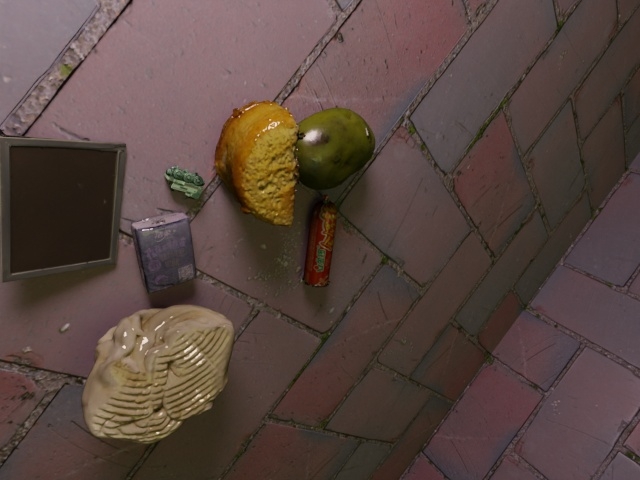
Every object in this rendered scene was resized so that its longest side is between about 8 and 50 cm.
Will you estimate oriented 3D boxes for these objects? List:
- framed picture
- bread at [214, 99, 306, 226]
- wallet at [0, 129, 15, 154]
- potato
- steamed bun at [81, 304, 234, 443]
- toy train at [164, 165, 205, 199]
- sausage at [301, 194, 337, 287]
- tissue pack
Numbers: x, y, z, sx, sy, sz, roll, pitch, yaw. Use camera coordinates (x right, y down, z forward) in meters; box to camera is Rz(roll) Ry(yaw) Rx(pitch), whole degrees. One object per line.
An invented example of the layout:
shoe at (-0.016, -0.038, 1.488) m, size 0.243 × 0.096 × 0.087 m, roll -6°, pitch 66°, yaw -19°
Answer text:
framed picture at (-0.452, -0.056, 0.727) m, size 0.197 × 0.014 × 0.251 m, roll -11°, pitch 122°, yaw -52°
bread at (-0.136, -0.153, 0.863) m, size 0.147 × 0.160 × 0.260 m, roll -11°, pitch 127°, yaw -28°
wallet at (-0.573, -0.175, 0.571) m, size 0.149 × 0.044 × 0.250 m, roll -37°, pitch 133°, yaw -12°
potato at (0.022, -0.215, 0.963) m, size 0.254 × 0.148 × 0.186 m, roll -12°, pitch 137°, yaw -44°
steamed bun at (-0.351, 0.265, 0.903) m, size 0.276 × 0.203 × 0.288 m, roll 31°, pitch 79°, yaw -36°
toy train at (-0.281, -0.120, 0.846) m, size 0.083 × 0.033 × 0.053 m, roll 15°, pitch 108°, yaw -43°
sausage at (0.000, 0.000, 1.117) m, size 0.083 × 0.083 × 0.263 m, roll -11°, pitch 120°, yaw -35°
tissue pack at (-0.330, 0.025, 0.879) m, size 0.113 × 0.051 × 0.156 m, roll -18°, pitch 124°, yaw -34°
